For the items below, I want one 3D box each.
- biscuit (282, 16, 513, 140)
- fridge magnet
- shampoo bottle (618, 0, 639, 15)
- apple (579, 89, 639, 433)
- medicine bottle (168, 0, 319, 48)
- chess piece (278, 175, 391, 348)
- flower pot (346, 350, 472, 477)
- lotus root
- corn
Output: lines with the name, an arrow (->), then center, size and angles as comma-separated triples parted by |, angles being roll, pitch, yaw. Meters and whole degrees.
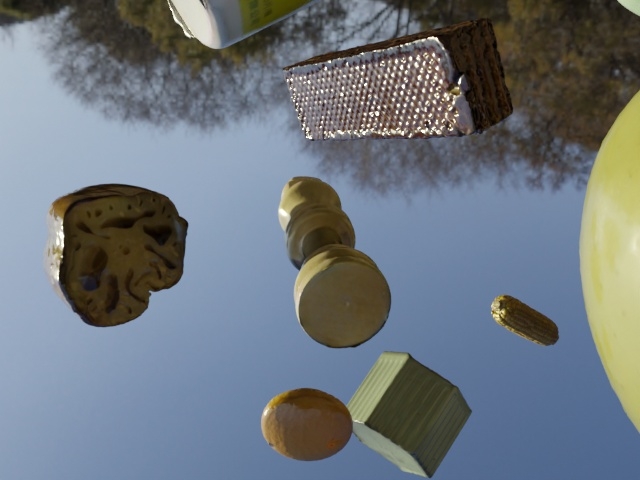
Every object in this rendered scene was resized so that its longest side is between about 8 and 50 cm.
biscuit -> 0.075, -0.179, 0.951 | 0.073, 0.107, 0.388 | -25, -164, -22
fridge magnet -> -0.021, 0.284, 1.251 | 0.143, 0.143, 0.063 | 5, -152, 0
shampoo bottle -> 0.525, -0.455, 1.100 | 0.222, 0.349, 0.151 | 29, -105, 16
apple -> 0.423, 0.036, 0.600 | 0.474, 0.473, 0.473 | 4, -157, -2
medicine bottle -> -0.016, -0.391, 0.925 | 0.379, 0.213, 0.213 | -31, -146, -12
chess piece -> 0.000, 0.000, 1.117 | 0.117, 0.117, 0.397 | 1, -157, -10
flower pot -> 0.188, 0.382, 1.778 | 0.239, 0.209, 0.189 | 34, -111, 13
lotus root -> -0.321, 0.015, 1.187 | 0.188, 0.199, 0.180 | -2, -173, -39
corn -> 0.435, 0.173, 1.714 | 0.207, 0.068, 0.068 | 30, -172, -34
